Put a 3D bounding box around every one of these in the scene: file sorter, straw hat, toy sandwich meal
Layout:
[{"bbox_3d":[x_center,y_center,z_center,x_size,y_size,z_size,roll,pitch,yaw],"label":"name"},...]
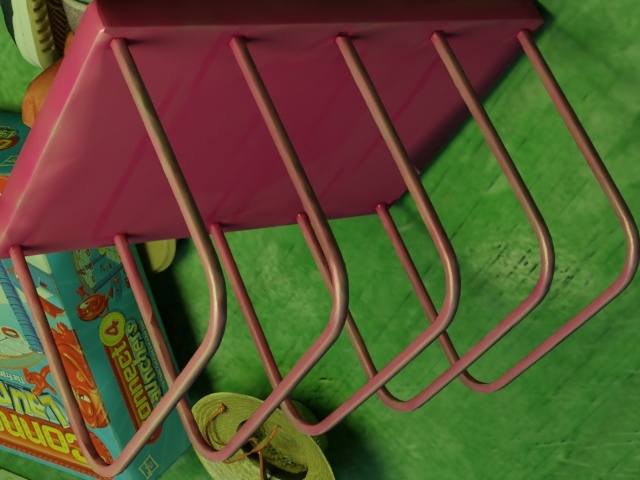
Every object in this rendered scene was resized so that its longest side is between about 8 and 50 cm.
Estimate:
[{"bbox_3d":[0.000,0.000,0.748,0.202,0.290,0.182,-51,56,46],"label":"file sorter"},{"bbox_3d":[-0.032,0.162,1.092,0.144,0.061,0.144,20,129,26],"label":"straw hat"},{"bbox_3d":[-0.145,-0.009,1.064,0.085,0.029,0.086,15,125,22],"label":"toy sandwich meal"}]

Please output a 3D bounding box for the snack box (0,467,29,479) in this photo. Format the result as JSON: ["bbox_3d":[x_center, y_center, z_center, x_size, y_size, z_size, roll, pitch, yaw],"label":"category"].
[{"bbox_3d":[-0.325,0.305,1.415,0.100,0.037,0.141,16,130,22],"label":"snack box"}]

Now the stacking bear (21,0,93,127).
[{"bbox_3d":[-0.095,-0.225,0.779,0.164,0.175,0.289,0,116,4],"label":"stacking bear"}]

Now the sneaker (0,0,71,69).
[{"bbox_3d":[-0.226,-0.255,0.880,0.153,0.099,0.282,15,125,22],"label":"sneaker"}]

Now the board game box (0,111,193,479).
[{"bbox_3d":[-0.275,0.040,1.120,0.308,0.086,0.302,9,127,37],"label":"board game box"}]
